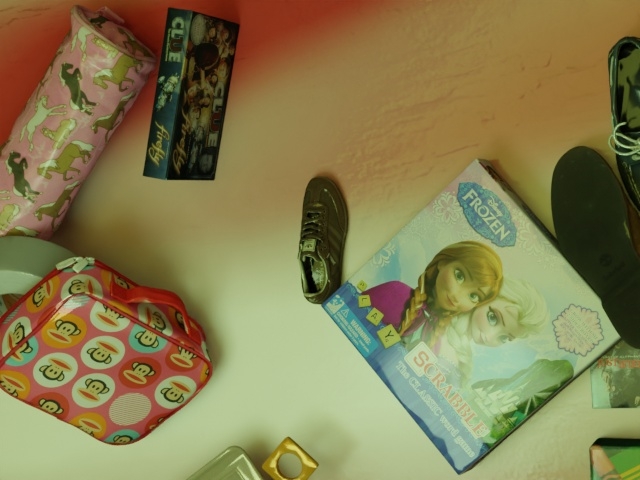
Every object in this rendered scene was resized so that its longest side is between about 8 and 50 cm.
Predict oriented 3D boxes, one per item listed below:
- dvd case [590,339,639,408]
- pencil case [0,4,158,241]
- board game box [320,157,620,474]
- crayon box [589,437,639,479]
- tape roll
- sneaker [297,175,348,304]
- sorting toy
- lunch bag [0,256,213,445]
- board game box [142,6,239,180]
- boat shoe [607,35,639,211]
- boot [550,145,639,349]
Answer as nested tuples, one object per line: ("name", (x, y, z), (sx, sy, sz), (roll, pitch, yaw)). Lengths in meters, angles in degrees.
("dvd case", (0.414, 0.171, 1.875), (0.087, 0.013, 0.119), (-3, 89, 21))
("pencil case", (-0.400, -0.169, 2.090), (0.167, 0.160, 0.386), (40, 105, 21))
("board game box", (0.215, 0.106, 1.913), (0.318, 0.066, 0.319), (-45, 75, 17))
("crayon box", (0.524, 0.366, 1.805), (0.318, 0.081, 0.202), (-3, 90, 20))
("tape roll", (-0.446, 0.091, 2.092), (0.219, 0.219, 0.072), (-8, 45, 21))
("sneaker", (0.000, 0.000, 1.993), (0.066, 0.071, 0.188), (-3, 91, 21))
("sorting toy", (-0.128, 0.423, 2.010), (0.347, 0.047, 0.196), (-39, 83, 17))
("lunch bag", (-0.308, 0.158, 2.008), (0.258, 0.293, 0.120), (-41, 37, 18))
("board game box", (-0.189, -0.211, 2.007), (0.042, 0.165, 0.243), (12, 97, 20))
("boat shoe", (0.434, -0.148, 1.820), (0.095, 0.079, 0.254), (-6, 90, 19))
("boot", (0.407, 0.012, 1.836), (0.112, 0.115, 0.305), (-39, 61, 34))
